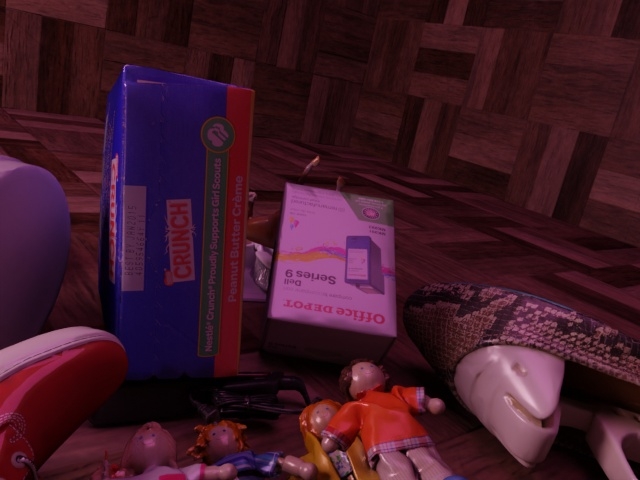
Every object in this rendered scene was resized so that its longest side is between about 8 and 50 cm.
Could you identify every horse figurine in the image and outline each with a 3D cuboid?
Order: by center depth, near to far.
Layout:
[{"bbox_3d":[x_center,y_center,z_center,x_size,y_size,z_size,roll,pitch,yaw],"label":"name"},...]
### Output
[{"bbox_3d":[0.000,0.000,0.849,0.263,0.174,0.066,46,11,-13],"label":"horse figurine"}]

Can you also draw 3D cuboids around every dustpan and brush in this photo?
[{"bbox_3d":[-0.096,0.029,0.916,0.147,0.060,0.211,4,18,-25],"label":"dustpan and brush"}]

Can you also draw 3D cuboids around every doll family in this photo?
[{"bbox_3d":[-0.030,0.182,0.405,0.262,0.119,0.163,-12,30,-16],"label":"doll family"}]

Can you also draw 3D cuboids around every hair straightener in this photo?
[{"bbox_3d":[-0.100,0.158,0.527,0.230,0.047,0.089,10,16,-22],"label":"hair straightener"}]

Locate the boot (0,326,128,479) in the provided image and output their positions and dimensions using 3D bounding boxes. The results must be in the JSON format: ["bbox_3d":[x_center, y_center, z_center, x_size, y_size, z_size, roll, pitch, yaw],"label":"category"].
[{"bbox_3d":[-0.174,0.159,0.308,0.176,0.089,0.244,22,41,28],"label":"boot"}]

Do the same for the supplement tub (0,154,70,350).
[{"bbox_3d":[-0.420,-0.005,0.495,0.316,0.229,0.228,12,16,0],"label":"supplement tub"}]

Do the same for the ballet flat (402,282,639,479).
[{"bbox_3d":[0.297,0.179,0.568,0.482,0.164,0.182,19,37,17],"label":"ballet flat"}]

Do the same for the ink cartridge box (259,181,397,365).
[{"bbox_3d":[0.013,0.041,0.717,0.154,0.093,0.213,10,54,-6],"label":"ink cartridge box"}]

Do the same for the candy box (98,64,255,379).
[{"bbox_3d":[-0.176,-0.032,0.615,0.122,0.269,0.317,2,9,-23],"label":"candy box"}]
